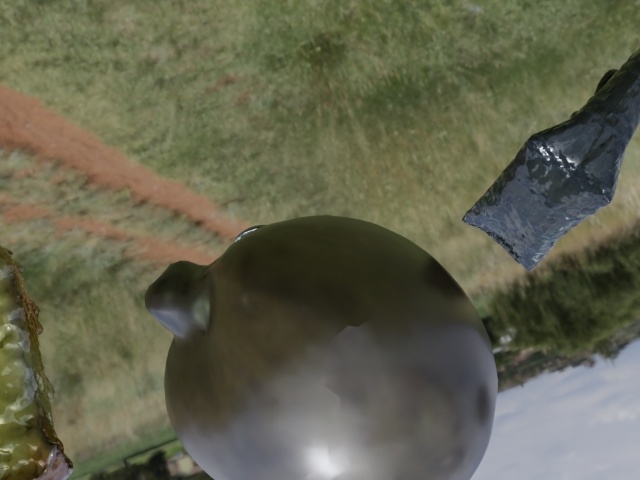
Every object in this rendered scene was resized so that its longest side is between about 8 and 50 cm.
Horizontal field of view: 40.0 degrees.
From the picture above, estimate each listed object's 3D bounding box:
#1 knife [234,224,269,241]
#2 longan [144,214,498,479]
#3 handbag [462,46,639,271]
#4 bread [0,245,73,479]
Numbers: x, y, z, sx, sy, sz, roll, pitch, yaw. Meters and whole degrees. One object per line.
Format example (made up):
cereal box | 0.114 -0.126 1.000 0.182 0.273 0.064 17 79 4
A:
knife | 0.000 0.000 1.065 0.210 0.028 0.015 6 -147 3
longan | -0.001 0.101 0.726 0.300 0.300 0.243 -30 -157 42
handbag | 0.240 -0.081 0.845 0.175 0.088 0.270 -49 173 -23
bread | -0.177 0.051 0.333 0.187 0.103 0.065 -5 163 9
